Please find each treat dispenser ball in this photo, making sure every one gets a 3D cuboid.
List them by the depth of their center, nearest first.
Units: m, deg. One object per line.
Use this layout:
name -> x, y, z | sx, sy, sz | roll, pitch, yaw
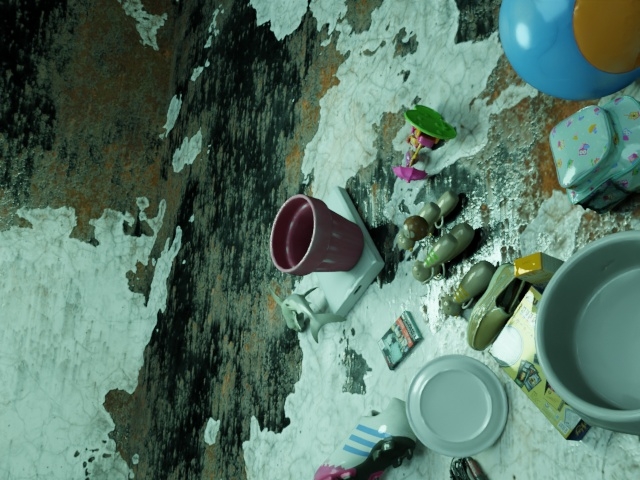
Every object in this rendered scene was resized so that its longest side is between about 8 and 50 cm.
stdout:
treat dispenser ball -> 0.462, -0.392, 1.302 | 0.288, 0.288, 0.288 | -26, 57, 49

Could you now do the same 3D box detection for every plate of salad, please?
plate of salad -> 0.269, 0.326, 1.465 | 0.200, 0.048, 0.199 | -3, 78, 16

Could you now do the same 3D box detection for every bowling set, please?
bowling set -> 0.225, 0.009, 1.588 | 0.154, 0.200, 0.287 | -52, 36, 33

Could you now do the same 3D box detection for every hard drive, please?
hard drive -> 0.051, 0.026, 1.969 | 0.203, 0.040, 0.307 | -55, 39, 28

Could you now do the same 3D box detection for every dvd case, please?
dvd case -> 0.183, 0.232, 1.719 | 0.119, 0.013, 0.087 | -54, 39, 27

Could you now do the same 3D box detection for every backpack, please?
backpack -> 0.504, -0.160, 1.288 | 0.188, 0.144, 0.165 | -34, 46, 41

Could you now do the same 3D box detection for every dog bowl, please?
dog bowl -> 0.496, 0.141, 1.163 | 0.349, 0.102, 0.348 | -26, 52, 39

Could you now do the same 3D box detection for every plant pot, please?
plant pot -> 0.000, 0.000, 1.852 | 0.201, 0.180, 0.201 | -25, 58, 48

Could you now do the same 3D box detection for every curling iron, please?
curling iron -> 0.324, 0.511, 1.385 | 0.274, 0.035, 0.068 | 51, 124, 52

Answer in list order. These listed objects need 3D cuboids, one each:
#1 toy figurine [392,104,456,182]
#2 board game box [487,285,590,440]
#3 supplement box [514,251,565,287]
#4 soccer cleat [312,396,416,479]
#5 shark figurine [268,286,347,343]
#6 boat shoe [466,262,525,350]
toy figurine -> 0.227, -0.220, 1.760 | 0.173, 0.130, 0.159 | -88, 19, -58
board game box -> 0.426, 0.217, 1.342 | 0.165, 0.042, 0.243 | -62, 36, 20
supplement box -> 0.415, 0.057, 1.369 | 0.062, 0.098, 0.036 | -27, 53, 50
soccer cleat -> 0.101, 0.474, 1.678 | 0.331, 0.116, 0.143 | -43, 29, 36
shark figurine -> -0.036, 0.165, 1.942 | 0.166, 0.116, 0.278 | 59, 162, -6
boat shoe -> 0.346, 0.136, 1.453 | 0.072, 0.068, 0.189 | -134, 63, -71
